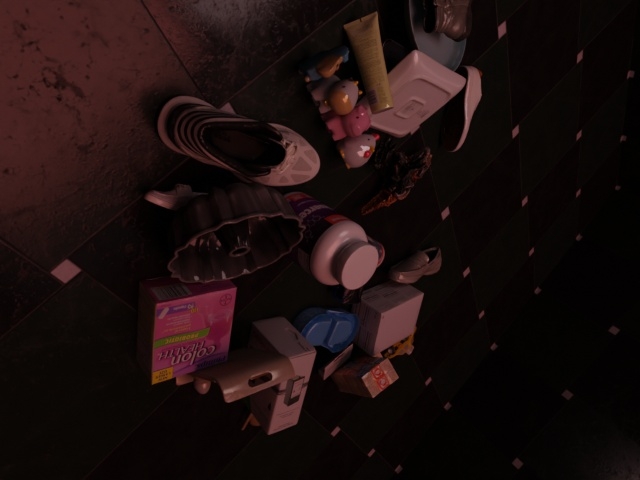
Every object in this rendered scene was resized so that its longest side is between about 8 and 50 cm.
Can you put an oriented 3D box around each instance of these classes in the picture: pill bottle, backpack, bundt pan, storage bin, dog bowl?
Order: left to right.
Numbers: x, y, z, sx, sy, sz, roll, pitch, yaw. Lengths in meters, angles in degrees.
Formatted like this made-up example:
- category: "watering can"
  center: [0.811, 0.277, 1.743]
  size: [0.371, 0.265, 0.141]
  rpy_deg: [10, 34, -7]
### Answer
- category: "bundt pan"
  center: [-0.209, -0.024, 1.045]
  size: [0.330, 0.124, 0.331]
  rpy_deg: [-20, 159, -8]
- category: "pill bottle"
  center: [0.000, 0.000, 1.192]
  size: [0.181, 0.323, 0.182]
  rpy_deg: [-23, 128, -32]
- category: "dog bowl"
  center: [0.014, 0.319, 1.590]
  size: [0.297, 0.074, 0.166]
  rpy_deg: [10, 108, -45]
- category: "backpack"
  center: [0.095, 0.150, 1.540]
  size: [0.098, 0.101, 0.120]
  rpy_deg: [5, 107, -46]
- category: "pill bottle"
  center: [0.129, 0.027, 1.491]
  size: [0.180, 0.108, 0.108]
  rpy_deg: [26, 96, -47]
- category: "storage bin"
  center: [0.192, -0.488, 1.249]
  size: [0.180, 0.084, 0.122]
  rpy_deg: [3, 112, -43]

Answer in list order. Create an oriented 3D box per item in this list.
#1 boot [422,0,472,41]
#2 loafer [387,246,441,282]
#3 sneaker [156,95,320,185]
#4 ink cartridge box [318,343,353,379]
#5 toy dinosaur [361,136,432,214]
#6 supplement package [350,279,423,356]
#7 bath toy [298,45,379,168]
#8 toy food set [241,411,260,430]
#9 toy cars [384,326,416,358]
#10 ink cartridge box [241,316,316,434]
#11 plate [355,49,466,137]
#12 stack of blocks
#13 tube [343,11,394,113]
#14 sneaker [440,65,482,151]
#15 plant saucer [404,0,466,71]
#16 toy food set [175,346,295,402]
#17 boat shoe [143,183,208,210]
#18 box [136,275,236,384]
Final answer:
- category: "boot"
  center: [0.343, -0.673, 1.184]
  size: [0.161, 0.083, 0.247]
  rpy_deg: [-3, 94, -40]
- category: "loafer"
  center: [0.383, 0.093, 1.775]
  size: [0.319, 0.112, 0.111]
  rpy_deg: [-15, 119, -46]
- category: "sneaker"
  center: [-0.122, -0.184, 1.015]
  size: [0.447, 0.257, 0.169]
  rpy_deg: [8, 109, -45]
- category: "ink cartridge box"
  center: [0.055, 0.456, 1.691]
  size: [0.145, 0.045, 0.179]
  rpy_deg: [-36, 154, -20]
- category: "toy dinosaur"
  center: [0.263, -0.201, 1.455]
  size: [0.218, 0.164, 0.322]
  rpy_deg: [71, 40, -59]
- category: "supplement package"
  center: [0.254, 0.295, 1.735]
  size: [0.261, 0.145, 0.204]
  rpy_deg: [-15, 124, -39]
- category: "bath toy"
  center: [0.071, -0.336, 1.174]
  size: [0.129, 0.151, 0.348]
  rpy_deg: [-29, 138, 3]
- category: "toy food set"
  center: [-0.205, 0.619, 1.606]
  size: [0.192, 0.038, 0.132]
  rpy_deg: [13, 112, -52]
- category: "toy cars"
  center: [0.302, 0.531, 1.925]
  size: [0.393, 0.087, 0.176]
  rpy_deg: [-45, 167, -17]
- category: "ink cartridge box"
  center: [-0.146, 0.421, 1.403]
  size: [0.121, 0.211, 0.289]
  rpy_deg: [-4, 116, -40]
- category: "plate"
  center: [0.251, -0.396, 1.273]
  size: [0.278, 0.045, 0.277]
  rpy_deg: [3, 150, -44]
- category: "stack of blocks"
  center: [0.175, 0.508, 1.704]
  size: [0.171, 0.297, 0.087]
  rpy_deg: [-30, 90, -25]
- category: "tube"
  center: [0.134, -0.455, 1.142]
  size: [0.070, 0.062, 0.240]
  rpy_deg: [-19, 98, -18]
- category: "sneaker"
  center: [0.512, -0.456, 1.548]
  size: [0.123, 0.106, 0.290]
  rpy_deg: [-12, 121, -35]
- category: "plant saucer"
  center: [0.324, -0.631, 1.251]
  size: [0.317, 0.043, 0.318]
  rpy_deg: [-7, 99, -46]
- category: "toy food set"
  center: [-0.246, 0.382, 1.239]
  size: [0.219, 0.306, 0.092]
  rpy_deg: [-8, 90, -41]
- category: "boat shoe"
  center: [-0.319, -0.100, 1.029]
  size: [0.184, 0.066, 0.063]
  rpy_deg: [12, 99, -45]
- category: "box"
  center: [-0.353, 0.218, 1.154]
  size: [0.213, 0.117, 0.243]
  rpy_deg: [-8, 120, -40]
